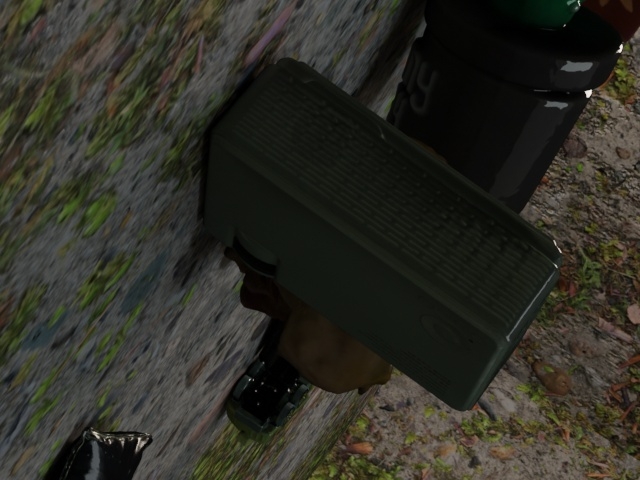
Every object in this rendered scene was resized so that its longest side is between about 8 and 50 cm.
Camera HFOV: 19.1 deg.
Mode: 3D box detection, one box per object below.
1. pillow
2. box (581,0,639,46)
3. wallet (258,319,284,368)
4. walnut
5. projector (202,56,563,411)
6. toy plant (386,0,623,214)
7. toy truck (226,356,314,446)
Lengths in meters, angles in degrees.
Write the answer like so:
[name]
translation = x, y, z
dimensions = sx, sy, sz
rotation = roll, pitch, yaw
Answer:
[pillow]
translation = -0.219, 0.246, 1.581
dimensions = 0.208, 0.055, 0.141
rotation = -57, 164, 2
[box]
translation = 0.350, -0.356, 2.150
dimensions = 0.385, 0.122, 0.344
rotation = -55, -178, -12
[wallet]
translation = 0.008, 0.040, 2.217
dimensions = 0.244, 0.025, 0.124
rotation = -48, 169, -41
[walnut]
translation = 0.007, -0.007, 1.566
dimensions = 0.204, 0.141, 0.238
rotation = -55, -153, 14
[projector]
translation = 0.042, -0.003, 1.383
dimensions = 0.099, 0.257, 0.192
rotation = -51, 171, -21
[toy plant]
translation = 0.186, -0.221, 1.712
dimensions = 0.279, 0.185, 0.400
rotation = -4, 126, -43
[toy truck]
translation = -0.046, 0.172, 2.242
dimensions = 0.169, 0.077, 0.100
rotation = -51, 168, -40
